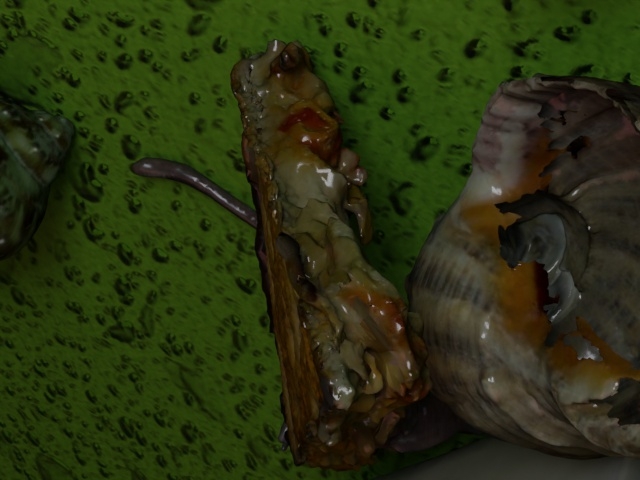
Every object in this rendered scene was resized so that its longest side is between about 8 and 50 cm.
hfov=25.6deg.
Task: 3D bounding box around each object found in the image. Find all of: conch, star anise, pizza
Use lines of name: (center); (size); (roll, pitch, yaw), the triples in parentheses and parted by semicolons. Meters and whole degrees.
conch: (0.162, 0.024, 0.743); (0.291, 0.159, 0.210); (25, 108, 55)
conch: (-0.261, -0.039, 0.970); (0.181, 0.124, 0.187); (8, 157, 12)
star anise: (-0.009, 0.047, 0.974); (0.148, 0.218, 0.228); (155, 108, -74)
pizza: (0.000, 0.000, 0.778); (0.074, 0.251, 0.288); (-12, 170, -9)

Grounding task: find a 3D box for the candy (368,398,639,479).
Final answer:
candy: (0.152, 0.228, 0.940); (0.208, 0.145, 0.358); (38, 139, -19)
